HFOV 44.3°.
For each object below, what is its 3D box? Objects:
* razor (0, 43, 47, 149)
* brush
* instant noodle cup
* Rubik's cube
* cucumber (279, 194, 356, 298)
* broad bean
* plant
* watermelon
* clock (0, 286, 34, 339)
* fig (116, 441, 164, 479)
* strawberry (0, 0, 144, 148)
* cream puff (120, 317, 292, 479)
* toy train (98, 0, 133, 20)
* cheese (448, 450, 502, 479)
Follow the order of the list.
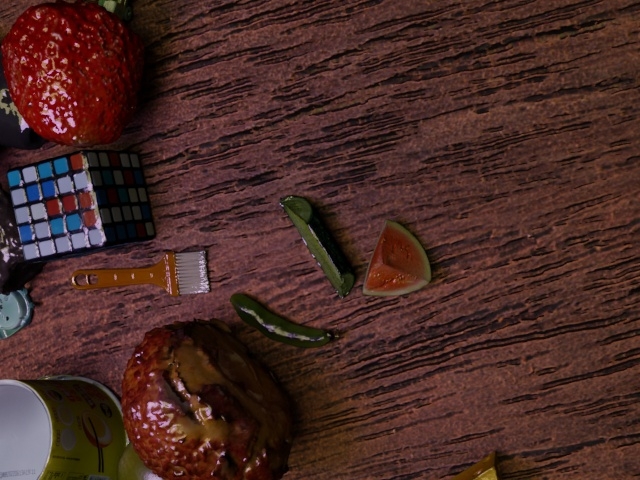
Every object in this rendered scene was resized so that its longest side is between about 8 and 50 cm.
[{"bbox_3d":[-0.694,-0.311,1.590,0.349,0.113,0.204,17,96,16],"label":"razor"},{"bbox_3d":[-0.366,0.071,1.563,0.315,0.017,0.090,-4,93,19],"label":"brush"},{"bbox_3d":[-0.545,0.389,1.488,0.311,0.221,0.311,-5,70,15],"label":"instant noodle cup"},{"bbox_3d":[-0.449,-0.066,1.492,0.187,0.184,0.182,-12,90,17],"label":"Rubik's cube"},{"bbox_3d":[0.000,0.000,1.419,0.046,0.070,0.220,-33,85,-13],"label":"cucumber"},{"bbox_3d":[-0.070,0.156,1.463,0.227,0.039,0.069,15,104,15],"label":"broad bean"},{"bbox_3d":[-0.643,-0.019,1.558,0.178,0.204,0.234,-44,85,7],"label":"plant"},{"bbox_3d":[0.118,0.030,1.366,0.125,0.094,0.135,-11,86,26],"label":"watermelon"},{"bbox_3d":[-0.650,0.141,1.643,0.135,0.041,0.101,-29,85,17],"label":"clock"},{"bbox_3d":[-0.285,0.450,1.471,0.191,0.181,0.181,35,108,57],"label":"fig"},{"bbox_3d":[-0.439,-0.289,1.422,0.257,0.257,0.276,-19,71,18],"label":"strawberry"},{"bbox_3d":[-0.207,0.300,1.358,0.229,0.350,0.350,-44,81,7],"label":"cream puff"},{"bbox_3d":[-0.386,-0.473,1.499,0.050,0.081,0.122,18,99,9],"label":"toy train"},{"bbox_3d":[0.295,0.474,1.339,0.126,0.093,0.171,-36,83,14],"label":"cheese"}]
